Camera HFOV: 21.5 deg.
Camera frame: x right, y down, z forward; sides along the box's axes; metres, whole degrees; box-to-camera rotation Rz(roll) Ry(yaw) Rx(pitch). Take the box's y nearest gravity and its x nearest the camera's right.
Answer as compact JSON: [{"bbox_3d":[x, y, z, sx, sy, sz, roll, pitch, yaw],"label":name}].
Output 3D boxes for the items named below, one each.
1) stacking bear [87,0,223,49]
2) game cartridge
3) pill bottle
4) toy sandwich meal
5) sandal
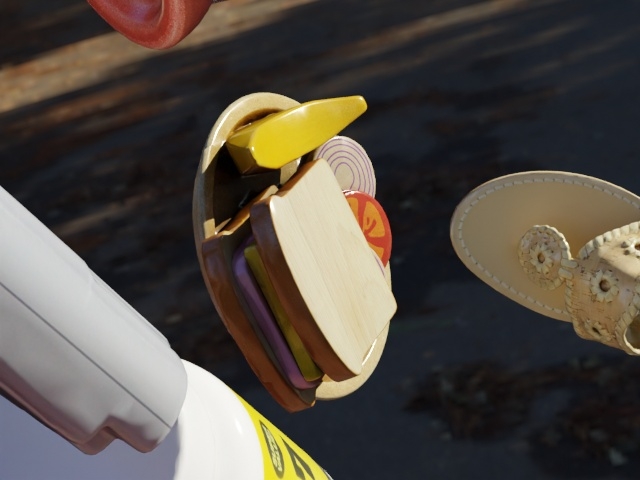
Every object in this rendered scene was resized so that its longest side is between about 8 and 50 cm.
[{"bbox_3d":[-0.008,-0.238,0.900,0.289,0.164,0.175,-34,12,-22],"label":"stacking bear"},{"bbox_3d":[-0.189,-0.033,0.596,0.294,0.196,0.060,25,77,45],"label":"game cartridge"},{"bbox_3d":[-0.066,0.120,0.738,0.119,0.119,0.208,-12,-25,14],"label":"pill bottle"},{"bbox_3d":[0.000,0.000,0.406,0.029,0.086,0.085,-17,11,33],"label":"toy sandwich meal"},{"bbox_3d":[0.191,0.028,0.964,0.240,0.088,0.079,24,8,-1],"label":"sandal"}]
